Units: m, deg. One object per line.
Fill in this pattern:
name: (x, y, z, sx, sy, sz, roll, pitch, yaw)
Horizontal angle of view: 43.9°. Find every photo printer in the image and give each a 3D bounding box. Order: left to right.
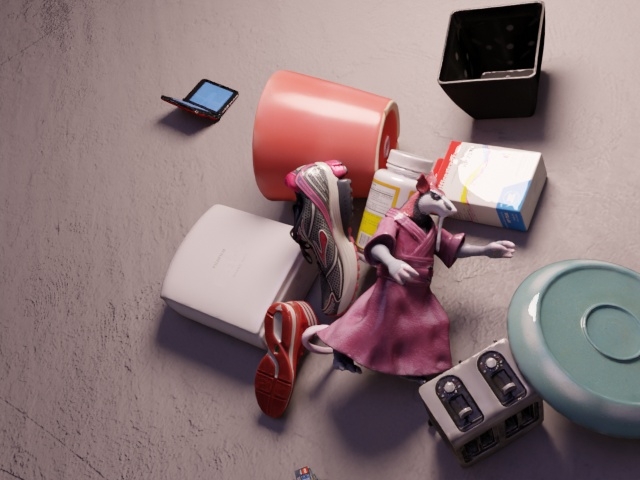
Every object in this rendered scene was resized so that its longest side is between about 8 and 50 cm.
photo printer: (-0.171, 0.063, 1.628, 0.308, 0.107, 0.256, 18, 70, 32)

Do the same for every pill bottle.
pill bottle: (0.143, -0.057, 1.494, 0.117, 0.117, 0.214, 23, 104, 34)

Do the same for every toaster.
toaster: (0.258, 0.266, 1.272, 0.168, 0.185, 0.110, -29, 55, -3)

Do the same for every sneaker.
sneaker: (-0.049, 0.219, 1.499, 0.087, 0.128, 0.221, 18, 104, 32)
sneaker: (0.000, 0.000, 1.501, 0.112, 0.299, 0.121, -11, 12, -16)

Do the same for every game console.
game console: (-0.299, -0.358, 1.958, 0.144, 0.124, 0.085, 26, 101, 35)

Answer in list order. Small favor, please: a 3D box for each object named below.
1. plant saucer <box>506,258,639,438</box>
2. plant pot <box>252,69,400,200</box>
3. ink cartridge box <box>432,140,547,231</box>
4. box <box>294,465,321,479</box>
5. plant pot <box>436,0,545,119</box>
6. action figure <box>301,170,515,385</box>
plant saucer: (0.450, 0.150, 1.230, 0.318, 0.043, 0.317, 4, 54, -6)
plant pot: (0.023, -0.200, 1.614, 0.243, 0.275, 0.274, 8, 65, 16)
ink cartridge box: (0.301, -0.110, 1.528, 0.231, 0.078, 0.134, 12, 67, 31)
box: (-0.002, 0.437, 1.305, 0.027, 0.137, 0.093, -21, 55, 4)
plant pot: (0.357, -0.341, 1.585, 0.188, 0.167, 0.188, 1, 61, 26)
action figure: (0.153, 0.059, 1.398, 0.276, 0.248, 0.369, 12, 92, 56)
